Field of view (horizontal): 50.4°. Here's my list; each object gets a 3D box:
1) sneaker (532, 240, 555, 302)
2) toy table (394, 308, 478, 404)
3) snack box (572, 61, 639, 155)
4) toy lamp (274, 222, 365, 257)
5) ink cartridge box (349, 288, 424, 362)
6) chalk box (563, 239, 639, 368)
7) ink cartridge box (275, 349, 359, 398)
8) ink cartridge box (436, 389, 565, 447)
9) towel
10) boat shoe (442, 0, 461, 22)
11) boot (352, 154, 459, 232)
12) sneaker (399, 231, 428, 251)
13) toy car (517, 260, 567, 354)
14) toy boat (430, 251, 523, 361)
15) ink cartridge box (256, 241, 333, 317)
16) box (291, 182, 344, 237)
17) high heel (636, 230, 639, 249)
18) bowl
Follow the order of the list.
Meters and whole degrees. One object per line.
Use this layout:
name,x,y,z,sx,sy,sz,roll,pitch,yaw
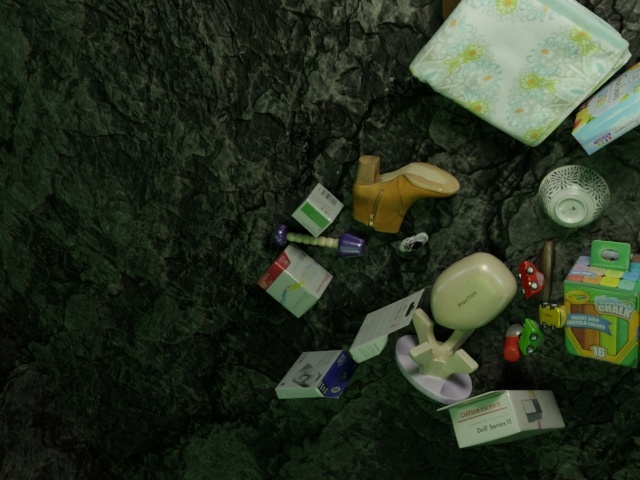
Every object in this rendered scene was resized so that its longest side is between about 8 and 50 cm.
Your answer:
sneaker,0.582,0.085,1.813,0.071,0.066,0.188,10,123,26
toy table,0.340,0.332,1.987,0.274,0.252,0.161,34,134,28
snack box,0.639,-0.290,1.455,0.070,0.207,0.174,48,129,-9
toy lamp,0.000,0.000,2.028,0.274,0.080,0.080,11,124,21
ink cartridge box,0.208,0.254,2.018,0.232,0.189,0.066,-26,108,34
chalk box,0.718,0.137,1.690,0.180,0.179,0.289,9,125,36
ink cartridge box,-0.004,0.432,2.211,0.223,0.223,0.045,-8,111,29
ink cartridge box,0.517,0.510,1.945,0.207,0.353,0.119,-31,61,36
towel,0.437,-0.399,1.493,0.374,0.090,0.320,27,130,-17
boat shoe,0.325,-0.606,1.491,0.104,0.089,0.285,29,131,40
boot,0.226,-0.107,1.848,0.295,0.104,0.211,17,131,21
sneaker,0.255,0.017,1.920,0.098,0.069,0.038,-34,102,37
toy car,0.562,0.200,1.756,0.053,0.239,0.225,-2,124,-9
toy boat,0.463,0.192,1.905,0.267,0.148,0.318,-40,91,33
ink cartridge box,-0.078,0.123,2.108,0.176,0.128,0.127,40,129,-2
box,-0.008,-0.087,1.958,0.101,0.102,0.087,42,130,-6
high heel,0.898,-0.020,1.611,0.261,0.093,0.186,4,149,6
bowl,0.619,-0.092,1.673,0.170,0.080,0.170,12,124,18
